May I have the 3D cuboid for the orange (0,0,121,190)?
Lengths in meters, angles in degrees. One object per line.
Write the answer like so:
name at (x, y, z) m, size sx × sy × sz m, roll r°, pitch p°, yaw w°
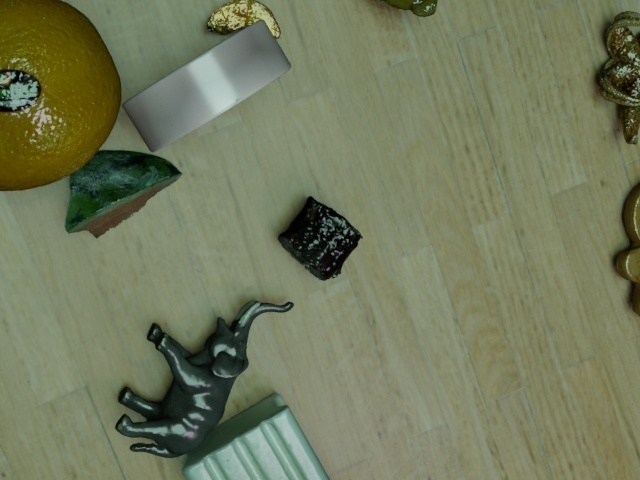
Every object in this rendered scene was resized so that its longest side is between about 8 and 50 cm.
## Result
orange at (-0.342, -0.167, 1.084) m, size 0.236 × 0.236 × 0.236 m, roll -2°, pitch 97°, yaw -13°

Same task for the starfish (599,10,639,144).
starfish at (0.461, -0.225, 1.343) m, size 0.146 × 0.074 × 0.190 m, roll 6°, pitch 95°, yaw -13°

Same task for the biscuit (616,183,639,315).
biscuit at (0.503, 0.003, 1.402) m, size 0.166 × 0.036 × 0.226 m, roll -9°, pitch 96°, yaw -13°

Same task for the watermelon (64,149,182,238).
watermelon at (-0.252, -0.070, 1.206) m, size 0.155 × 0.080 × 0.101 m, roll -27°, pitch 67°, yaw -7°

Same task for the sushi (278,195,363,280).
sushi at (0.000, -0.001, 1.258) m, size 0.094 × 0.098 × 0.084 m, roll 37°, pitch 83°, yaw 4°

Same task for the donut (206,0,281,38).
donut at (-0.100, -0.271, 1.221) m, size 0.083 × 0.038 × 0.067 m, roll -27°, pitch 105°, yaw -4°

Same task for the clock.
clock at (-0.134, -0.183, 1.140) m, size 0.197 × 0.197 × 0.068 m, roll -33°, pitch 102°, yaw -8°

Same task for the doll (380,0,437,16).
doll at (0.134, -0.388, 1.241) m, size 0.137 × 0.097 × 0.209 m, roll 26°, pitch 81°, yaw 23°

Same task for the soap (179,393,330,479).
soap at (-0.056, 0.359, 1.281) m, size 0.159 × 0.087 × 0.265 m, roll -30°, pitch 102°, yaw -8°

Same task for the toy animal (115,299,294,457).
toy animal at (-0.160, 0.159, 1.238) m, size 0.137 × 0.082 × 0.269 m, roll 35°, pitch 84°, yaw -18°
